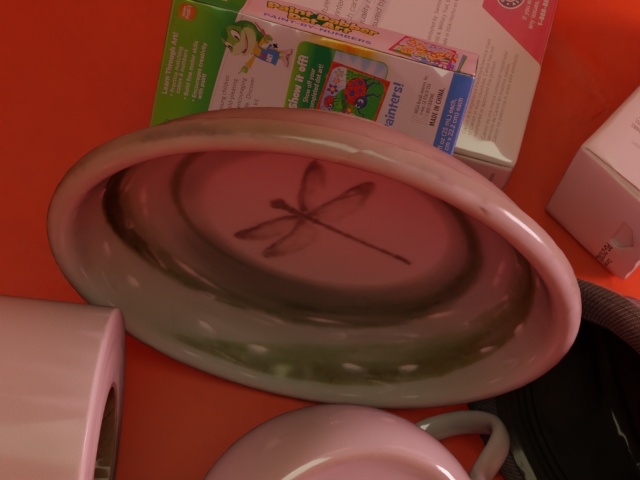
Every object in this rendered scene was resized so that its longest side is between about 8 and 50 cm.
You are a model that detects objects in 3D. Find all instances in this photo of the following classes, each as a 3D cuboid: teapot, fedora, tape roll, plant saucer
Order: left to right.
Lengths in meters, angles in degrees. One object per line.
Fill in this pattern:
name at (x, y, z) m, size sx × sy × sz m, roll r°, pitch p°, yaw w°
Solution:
tape roll at (-0.247, 0.162, 1.202) m, size 0.169 × 0.246 × 0.246 m, roll 7°, pitch 72°, yaw 0°
plant saucer at (0.000, 0.000, 1.195) m, size 0.400 × 0.400 × 0.100 m, roll 12°, pitch 61°, yaw 1°
teapot at (0.002, 0.228, 1.234) m, size 0.256 × 0.187 × 0.252 m, roll 19°, pitch 95°, yaw -21°
fedora at (0.251, 0.138, 1.273) m, size 0.124 × 0.243 × 0.275 m, roll -23°, pitch 70°, yaw -40°

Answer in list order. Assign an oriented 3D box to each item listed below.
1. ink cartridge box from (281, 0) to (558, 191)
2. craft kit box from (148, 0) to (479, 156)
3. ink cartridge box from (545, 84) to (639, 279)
ink cartridge box at (0.051, -0.173, 1.389) m, size 0.283 × 0.117 × 0.207 m, roll 16°, pitch 73°, yaw 2°
craft kit box at (-0.020, -0.066, 1.302) m, size 0.247 × 0.250 × 0.061 m, roll 15°, pitch 30°, yaw -1°
ink cartridge box at (0.314, -0.099, 1.350) m, size 0.100 × 0.172 × 0.237 m, roll 42°, pitch 75°, yaw 10°
